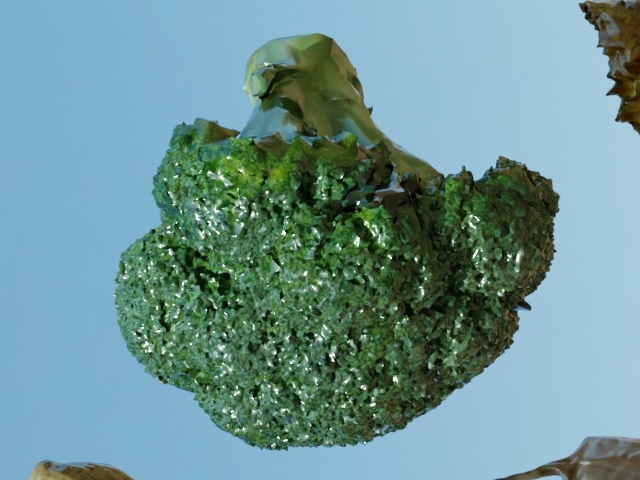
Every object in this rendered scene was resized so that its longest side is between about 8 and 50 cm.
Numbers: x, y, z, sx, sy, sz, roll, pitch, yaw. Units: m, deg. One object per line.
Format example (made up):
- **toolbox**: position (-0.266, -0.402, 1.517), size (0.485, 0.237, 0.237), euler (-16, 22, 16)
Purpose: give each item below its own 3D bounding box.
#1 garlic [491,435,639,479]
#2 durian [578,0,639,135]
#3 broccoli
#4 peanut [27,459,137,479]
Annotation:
- **garlic**: position (0.234, 0.209, 1.331), size (0.128, 0.198, 0.090), euler (-41, -3, -15)
- **durian**: position (0.359, -0.152, 1.322), size (0.341, 0.112, 0.191), euler (-25, -82, -23)
- **broccoli**: position (0.000, 0.000, 1.072), size (0.254, 0.269, 0.269), euler (11, -106, -22)
- **peanut**: position (-0.210, 0.304, 1.861), size (0.120, 0.110, 0.236), euler (-49, -59, -1)
